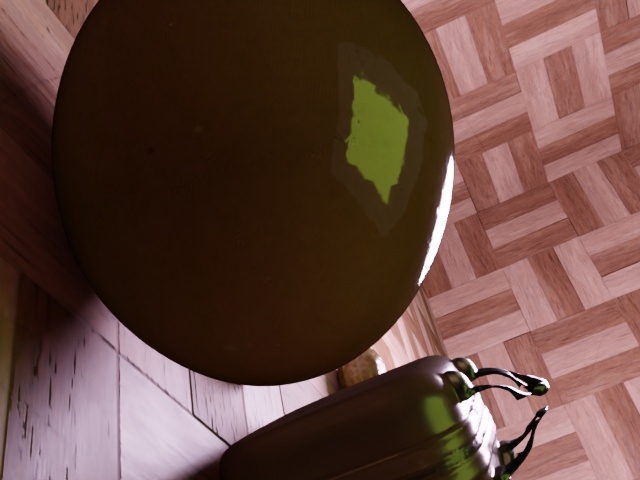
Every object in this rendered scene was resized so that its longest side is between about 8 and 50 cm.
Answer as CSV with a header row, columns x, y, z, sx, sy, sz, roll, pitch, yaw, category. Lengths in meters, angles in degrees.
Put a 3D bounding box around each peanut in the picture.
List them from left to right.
x,y,z,sx,sy,sz,roll,pitch,yaw,category
0.071,0.231,1.196,0.193,0.089,0.089,-102,165,-46,peanut

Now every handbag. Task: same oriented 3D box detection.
x,y,z,sx,sy,sz,roll,pitch,yaw,category
0.077,0.192,0.726,0.149,0.283,0.302,66,10,10,handbag

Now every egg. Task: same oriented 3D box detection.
x,y,z,sx,sy,sz,roll,pitch,yaw,category
-0.048,-0.065,0.611,0.301,0.300,0.374,55,23,-49,egg
